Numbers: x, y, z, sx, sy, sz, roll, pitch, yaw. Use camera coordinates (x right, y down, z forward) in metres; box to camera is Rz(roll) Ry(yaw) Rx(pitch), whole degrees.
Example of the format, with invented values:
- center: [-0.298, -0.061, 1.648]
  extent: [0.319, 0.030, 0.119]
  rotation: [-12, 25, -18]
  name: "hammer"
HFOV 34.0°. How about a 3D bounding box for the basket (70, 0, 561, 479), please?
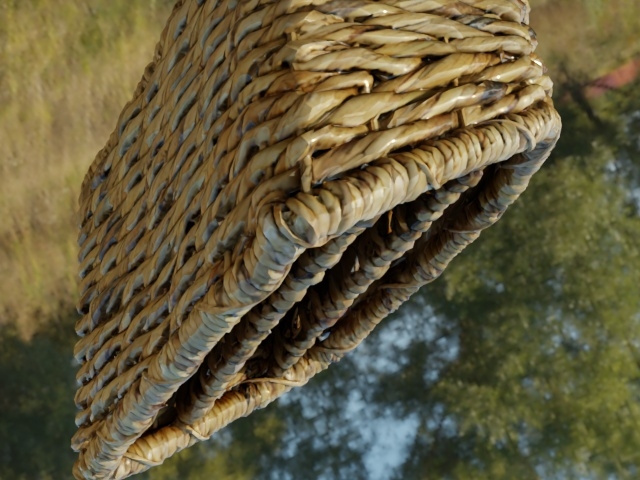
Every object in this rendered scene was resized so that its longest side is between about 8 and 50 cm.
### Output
- center: [0.000, 0.000, 0.588]
  extent: [0.213, 0.223, 0.299]
  rotation: [12, 141, -26]
  name: "basket"
